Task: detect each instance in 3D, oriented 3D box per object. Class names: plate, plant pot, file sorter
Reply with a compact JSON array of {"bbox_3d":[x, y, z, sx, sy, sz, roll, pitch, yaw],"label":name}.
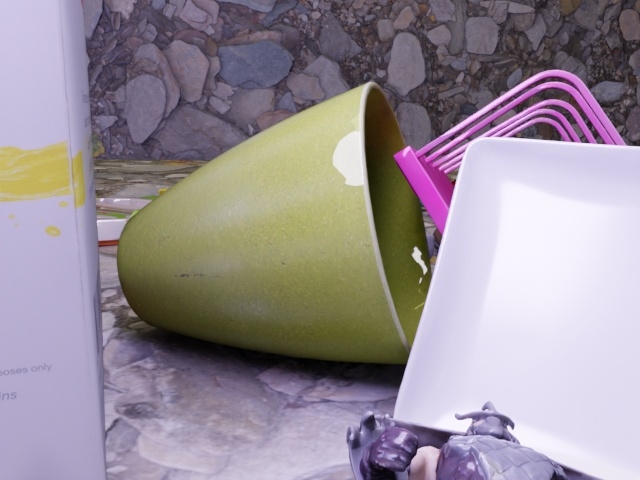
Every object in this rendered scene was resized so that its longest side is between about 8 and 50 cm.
[{"bbox_3d":[0.219,0.058,0.416,0.278,0.277,0.045,10,-17,29],"label":"plate"},{"bbox_3d":[-0.054,0.006,0.589,0.294,0.274,0.275,-10,9,18],"label":"plant pot"},{"bbox_3d":[0.237,-0.048,0.632,0.182,0.202,0.291,-32,-7,17],"label":"file sorter"}]

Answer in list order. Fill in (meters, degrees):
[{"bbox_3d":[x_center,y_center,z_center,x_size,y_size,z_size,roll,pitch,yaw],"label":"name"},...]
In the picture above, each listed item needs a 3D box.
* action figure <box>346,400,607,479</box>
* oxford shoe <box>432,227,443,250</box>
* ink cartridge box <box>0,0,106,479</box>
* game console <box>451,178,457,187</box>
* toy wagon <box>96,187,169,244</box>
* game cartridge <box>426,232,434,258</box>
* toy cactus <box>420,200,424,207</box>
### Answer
[{"bbox_3d":[0.097,0.151,0.267,0.185,0.099,0.285,3,12,10],"label":"action figure"},{"bbox_3d":[0.285,-0.005,0.977,0.083,0.096,0.227,-9,15,-33],"label":"oxford shoe"},{"bbox_3d":[-0.250,-0.041,0.402,0.160,0.384,0.279,-3,14,-20],"label":"ink cartridge box"},{"bbox_3d":[0.481,-0.169,1.823,0.124,0.085,0.144,-33,2,33],"label":"game console"},{"bbox_3d":[-0.403,-0.056,1.149,0.267,0.068,0.344,8,13,21],"label":"toy wagon"},{"bbox_3d":[-0.005,-0.004,1.010,0.230,0.068,0.355,-16,22,-43],"label":"game cartridge"},{"bbox_3d":[0.254,-0.115,1.470,0.180,0.112,0.219,-22,34,-38],"label":"toy cactus"}]
